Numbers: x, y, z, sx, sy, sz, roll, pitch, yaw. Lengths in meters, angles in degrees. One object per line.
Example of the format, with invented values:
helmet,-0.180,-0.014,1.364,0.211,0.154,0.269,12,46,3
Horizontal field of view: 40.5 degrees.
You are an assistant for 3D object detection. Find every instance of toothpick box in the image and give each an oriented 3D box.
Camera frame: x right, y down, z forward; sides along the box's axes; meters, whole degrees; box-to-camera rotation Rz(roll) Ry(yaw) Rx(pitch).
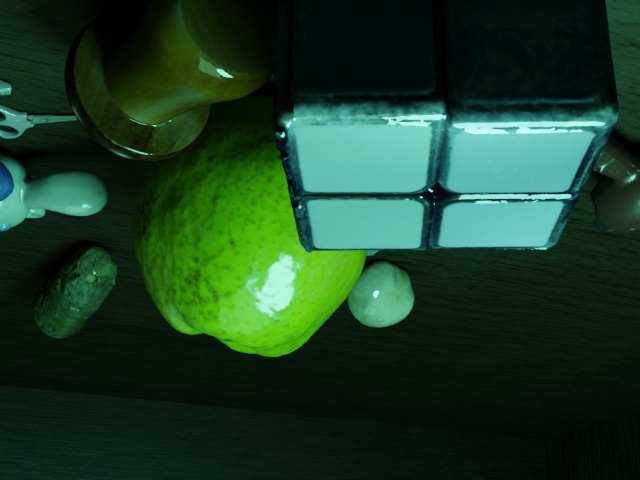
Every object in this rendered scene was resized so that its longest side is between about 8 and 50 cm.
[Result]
toothpick box,-0.176,-0.209,1.019,0.192,0.192,0.294,17,160,-32

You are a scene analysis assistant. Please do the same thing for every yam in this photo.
yam,-0.525,0.104,1.866,0.133,0.133,0.330,14,150,-27

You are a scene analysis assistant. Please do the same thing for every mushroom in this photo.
mushroom,0.128,0.112,1.870,0.154,0.122,0.154,-7,119,-12

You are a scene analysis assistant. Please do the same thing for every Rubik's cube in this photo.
Rubik's cube,0.121,-0.183,0.941,0.313,0.319,0.316,-1,158,4

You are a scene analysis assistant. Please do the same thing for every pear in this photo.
pear,-0.101,-0.010,1.289,0.390,0.391,0.391,1,157,0

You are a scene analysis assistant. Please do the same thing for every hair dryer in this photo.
hair dryer,0.466,-0.153,1.305,0.340,0.123,0.312,25,138,-23

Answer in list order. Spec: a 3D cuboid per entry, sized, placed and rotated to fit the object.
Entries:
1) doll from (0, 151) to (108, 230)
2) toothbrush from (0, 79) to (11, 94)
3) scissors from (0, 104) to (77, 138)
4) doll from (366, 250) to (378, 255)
doll,-0.588,-0.081,1.365,0.376,0.187,0.365,-28,152,23
toothbrush,-0.577,-0.230,1.231,0.269,0.021,0.027,5,151,-8
scissors,-0.438,-0.187,1.335,0.188,0.015,0.100,-3,158,4
doll,-0.007,0.012,1.645,0.258,0.153,0.195,-2,144,-37
